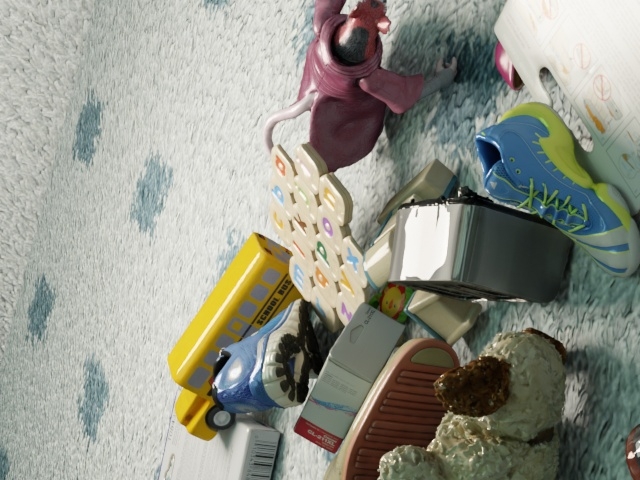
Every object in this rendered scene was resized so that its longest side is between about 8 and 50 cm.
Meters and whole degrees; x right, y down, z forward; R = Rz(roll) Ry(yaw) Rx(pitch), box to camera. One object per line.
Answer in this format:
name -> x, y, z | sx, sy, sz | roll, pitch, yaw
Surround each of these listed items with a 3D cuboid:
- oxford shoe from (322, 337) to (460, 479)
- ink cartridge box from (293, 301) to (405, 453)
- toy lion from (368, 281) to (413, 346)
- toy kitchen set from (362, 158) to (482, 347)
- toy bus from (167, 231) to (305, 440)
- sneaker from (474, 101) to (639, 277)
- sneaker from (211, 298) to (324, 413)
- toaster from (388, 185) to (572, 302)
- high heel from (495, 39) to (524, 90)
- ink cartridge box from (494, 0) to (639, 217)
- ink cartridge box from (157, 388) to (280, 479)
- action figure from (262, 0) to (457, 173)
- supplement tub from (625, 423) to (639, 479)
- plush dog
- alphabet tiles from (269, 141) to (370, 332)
oxford shoe -> 0.068, 0.289, 1.668 | 0.397, 0.140, 0.146 | -68, 24, 17
ink cartridge box -> 0.039, 0.192, 1.716 | 0.127, 0.072, 0.175 | -55, -9, -45
toy lion -> 0.097, 0.100, 1.780 | 0.100, 0.034, 0.096 | 8, 82, 61
toy kitchen set -> 0.149, 0.028, 1.678 | 0.122, 0.166, 0.207 | -43, 10, 47
toy bus -> -0.143, 0.161, 2.029 | 0.333, 0.130, 0.108 | -55, 25, 12
sneaker -> 0.255, -0.045, 1.398 | 0.240, 0.126, 0.091 | 59, 154, 26
sneaker -> -0.085, 0.175, 1.829 | 0.330, 0.147, 0.130 | -31, -75, -77
toaster -> 0.185, 0.011, 1.495 | 0.168, 0.185, 0.110 | -4, 73, 59
high heel -> 0.279, -0.300, 1.512 | 0.244, 0.082, 0.117 | 124, 153, -44
ink cartridge box -> 0.354, -0.230, 1.314 | 0.308, 0.091, 0.385 | 63, 155, 19
ink cartridge box -> -0.194, 0.447, 2.145 | 0.330, 0.071, 0.324 | 14, 92, 63
action figure -> 0.022, -0.253, 1.734 | 0.248, 0.275, 0.370 | 54, 171, 7
supplement tub -> 0.388, 0.178, 1.167 | 0.198, 0.106, 0.106 | -48, 43, 42
plush dog -> 0.209, 0.212, 1.397 | 0.210, 0.262, 0.225 | 17, 109, 27
alphabet tiles -> 0.000, 0.000, 1.799 | 0.278, 0.021, 0.284 | 52, 152, 36
